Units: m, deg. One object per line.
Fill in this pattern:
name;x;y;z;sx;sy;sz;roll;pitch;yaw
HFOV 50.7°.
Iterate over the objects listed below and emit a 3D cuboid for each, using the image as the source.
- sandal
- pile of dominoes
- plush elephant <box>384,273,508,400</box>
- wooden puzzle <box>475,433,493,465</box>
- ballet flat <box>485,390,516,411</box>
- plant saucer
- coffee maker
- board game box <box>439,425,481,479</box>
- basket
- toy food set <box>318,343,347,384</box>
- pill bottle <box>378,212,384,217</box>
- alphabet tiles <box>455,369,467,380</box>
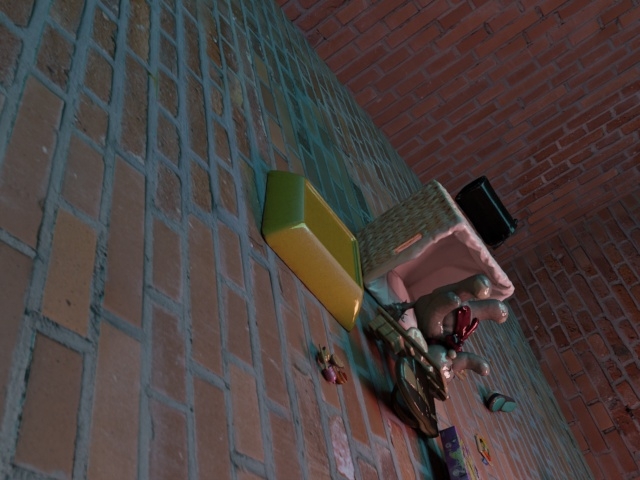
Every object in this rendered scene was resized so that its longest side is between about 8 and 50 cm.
sandal;0.208;0.374;1.542;0.303;0.086;0.120;65;24;-46
pile of dominoes;0.206;0.281;1.599;0.251;0.040;0.196;45;-16;42
plush elephant;0.327;0.264;1.746;0.272;0.329;0.256;53;29;-59
wooden puzzle;0.480;0.612;1.977;0.078;0.014;0.116;48;20;-28
ballet flat;0.618;0.563;2.367;0.203;0.074;0.074;24;37;-50
plant saucer;0.000;0.000;1.614;0.333;0.081;0.333;49;18;-25
coffee maker;0.488;-0.086;1.977;0.178;0.120;0.171;53;12;-8
board game box;0.346;0.611;1.496;0.347;0.056;0.208;-93;162;-58
basket;0.322;0.065;1.970;0.331;0.328;0.267;47;18;-30
toy food set;0.022;0.254;1.342;0.122;0.019;0.078;49;18;-50
pill bottle;0.260;0.003;2.267;0.108;0.108;0.194;39;25;-45
alphabet tiles;0.404;0.306;2.302;0.285;0.011;0.343;47;20;-32
